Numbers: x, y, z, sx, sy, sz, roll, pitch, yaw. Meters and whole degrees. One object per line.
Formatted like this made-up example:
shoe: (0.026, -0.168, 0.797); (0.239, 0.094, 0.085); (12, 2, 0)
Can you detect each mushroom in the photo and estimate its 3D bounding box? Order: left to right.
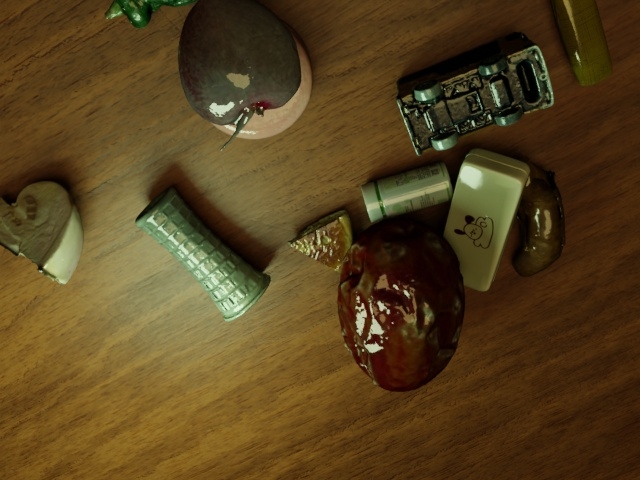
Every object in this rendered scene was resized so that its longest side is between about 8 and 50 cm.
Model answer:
mushroom: (-0.581, -0.019, 1.545); (0.236, 0.173, 0.162); (26, 163, 25)

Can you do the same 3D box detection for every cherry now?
cherry: (-0.143, -0.308, 1.260); (0.213, 0.183, 0.266); (-19, 103, -6)

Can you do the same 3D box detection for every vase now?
vase: (-0.259, 0.026, 1.559); (0.143, 0.143, 0.299); (-38, 109, 16)

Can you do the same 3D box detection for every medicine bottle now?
medicine bottle: (0.185, -0.103, 1.530); (0.183, 0.086, 0.086); (-15, 116, 7)

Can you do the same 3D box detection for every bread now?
bread: (0.022, -0.012, 1.589); (0.154, 0.054, 0.136); (24, 115, -19)

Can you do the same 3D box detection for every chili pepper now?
chili pepper: (-0.281, -0.481, 1.325); (0.270, 0.099, 0.136); (-25, 123, 6)

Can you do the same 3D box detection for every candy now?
candy: (-0.137, -0.329, 1.406); (0.255, 0.094, 0.255); (0, 117, 0)

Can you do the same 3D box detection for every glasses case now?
glasses case: (0.336, -0.038, 1.513); (0.131, 0.070, 0.312); (22, 133, 16)
glasses case: (0.505, -0.412, 1.395); (0.079, 0.064, 0.234); (-24, 114, 8)

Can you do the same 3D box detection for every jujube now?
jujube: (0.171, 0.144, 1.549); (0.276, 0.276, 0.376); (-5, 128, 1)

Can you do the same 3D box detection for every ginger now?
ginger: (0.462, -0.051, 1.552); (0.133, 0.107, 0.309); (-23, 117, 2)

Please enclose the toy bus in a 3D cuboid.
toy bus: (0.295, -0.290, 1.397); (0.275, 0.167, 0.138); (-20, 115, 13)
